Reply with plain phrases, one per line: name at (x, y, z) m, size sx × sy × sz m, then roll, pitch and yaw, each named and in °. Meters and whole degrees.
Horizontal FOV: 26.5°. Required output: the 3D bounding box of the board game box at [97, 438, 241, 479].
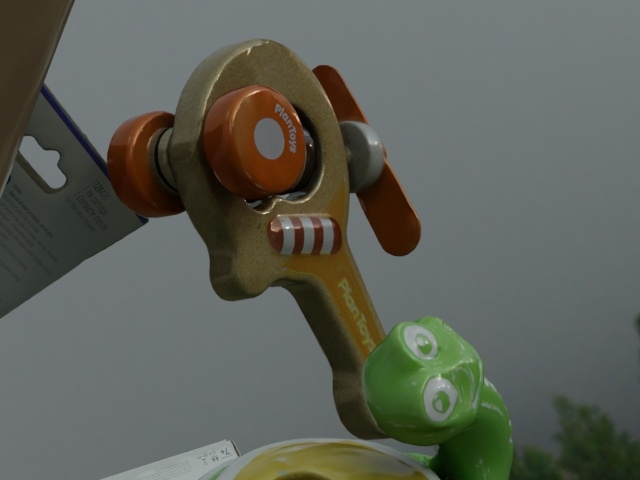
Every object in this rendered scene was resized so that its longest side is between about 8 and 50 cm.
board game box at (-0.218, 0.258, 1.063) m, size 0.305 × 0.053 × 0.193 m, roll -14°, pitch -28°, yaw -33°

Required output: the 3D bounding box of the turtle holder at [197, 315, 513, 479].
turtle holder at (0.012, 0.228, 0.828) m, size 0.320 × 0.243 × 0.227 m, roll -38°, pitch -39°, yaw 25°

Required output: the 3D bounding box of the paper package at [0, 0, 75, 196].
paper package at (-0.194, -0.039, 0.256) m, size 0.309 × 0.168 × 0.325 m, roll -40°, pitch -13°, yaw -48°

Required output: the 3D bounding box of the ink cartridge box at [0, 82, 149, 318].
ink cartridge box at (-0.323, -0.014, 1.058) m, size 0.307 × 0.072 × 0.303 m, roll -37°, pitch -30°, yaw -5°

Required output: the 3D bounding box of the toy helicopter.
toy helicopter at (0.000, 0.000, 1.117) m, size 0.140 × 0.355 × 0.235 m, roll -10°, pitch 23°, yaw 41°
